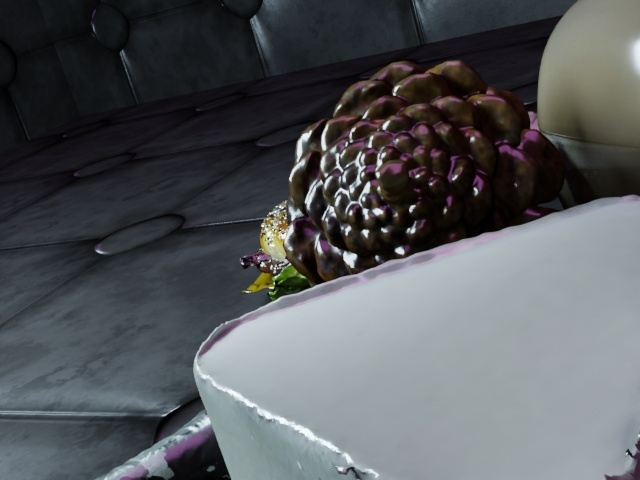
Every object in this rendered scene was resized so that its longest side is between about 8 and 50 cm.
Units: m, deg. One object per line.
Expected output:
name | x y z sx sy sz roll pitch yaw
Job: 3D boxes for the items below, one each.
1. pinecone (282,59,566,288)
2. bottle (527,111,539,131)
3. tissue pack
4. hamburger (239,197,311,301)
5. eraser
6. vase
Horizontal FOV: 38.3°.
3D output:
pinecone | 0.092 -0.024 0.792 0.244 0.244 0.309 -12 2 15
bottle | 0.192 -0.101 1.101 0.233 0.110 0.110 2 26 43
tissue pack | 0.392 -0.149 0.807 0.387 0.277 0.267 -22 16 -18
hamburger | 0.000 0.001 0.995 0.164 0.093 0.189 -6 22 27
eraser | 0.123 0.093 0.538 0.331 0.150 0.331 -18 19 6
vase | -0.143 0.181 0.652 0.167 0.059 0.059 -24 19 -20
